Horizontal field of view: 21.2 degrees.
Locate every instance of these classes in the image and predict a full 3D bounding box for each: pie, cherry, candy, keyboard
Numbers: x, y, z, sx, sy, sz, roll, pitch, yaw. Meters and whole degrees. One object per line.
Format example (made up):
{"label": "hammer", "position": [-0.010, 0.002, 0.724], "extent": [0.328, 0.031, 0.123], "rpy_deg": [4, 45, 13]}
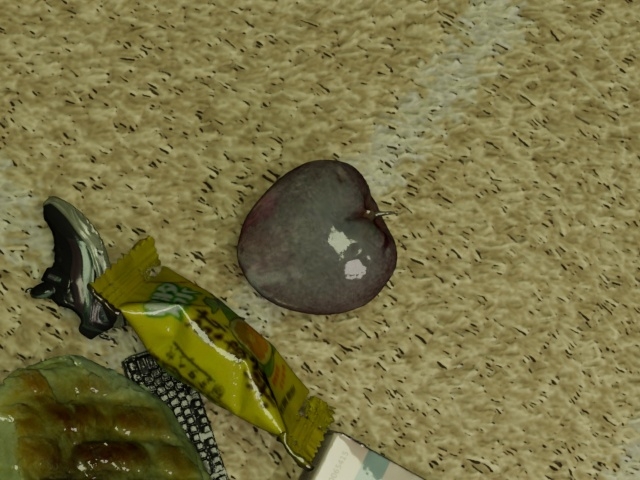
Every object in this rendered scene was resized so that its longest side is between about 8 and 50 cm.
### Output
{"label": "pie", "position": [-0.224, 0.250, 1.734], "extent": [0.306, 0.071, 0.306], "rpy_deg": [25, 43, -25]}
{"label": "cherry", "position": [0.000, 0.004, 1.869], "extent": [0.176, 0.140, 0.176], "rpy_deg": [0, 88, 11]}
{"label": "candy", "position": [-0.109, 0.120, 1.817], "extent": [0.297, 0.187, 0.081], "rpy_deg": [44, 107, -3]}
{"label": "keyboard", "position": [-0.147, 0.226, 1.861], "extent": [0.072, 0.023, 0.231], "rpy_deg": [-19, 86, -12]}

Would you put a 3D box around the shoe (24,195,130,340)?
{"label": "shoe", "position": [-0.270, 0.038, 1.842], "extent": [0.099, 0.071, 0.169], "rpy_deg": [-31, 90, -8]}

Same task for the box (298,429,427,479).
{"label": "box", "position": [0.018, 0.400, 1.848], "extent": [0.200, 0.065, 0.343], "rpy_deg": [30, 77, -6]}
